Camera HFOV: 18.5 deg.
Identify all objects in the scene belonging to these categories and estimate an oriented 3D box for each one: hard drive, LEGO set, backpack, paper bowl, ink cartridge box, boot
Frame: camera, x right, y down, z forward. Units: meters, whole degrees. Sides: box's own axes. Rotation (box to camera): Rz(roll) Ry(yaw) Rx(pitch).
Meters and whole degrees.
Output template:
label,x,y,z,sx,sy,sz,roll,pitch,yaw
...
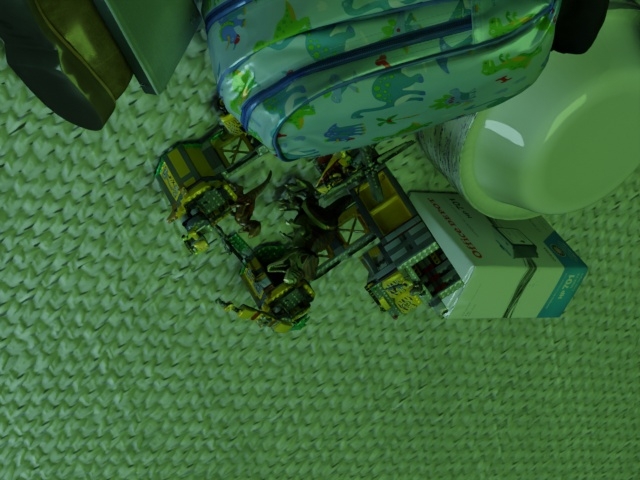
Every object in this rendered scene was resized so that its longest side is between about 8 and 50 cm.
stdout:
label,x,y,z,sx,sy,sz,roll,pitch,yaw
hard drive,-0.152,-0.206,1.707,0.094,0.022,0.135,-65,149,-28
LEGO set,0.000,0.000,1.997,0.255,0.192,0.331,-29,143,-3
backpack,0.070,-0.208,1.755,0.355,0.273,0.290,2,175,-1
paper bowl,0.259,-0.142,2.134,0.284,0.148,0.284,-24,141,-22
ink cartridge box,0.188,0.018,2.240,0.190,0.140,0.082,2,128,-42
boot,-0.244,-0.232,1.659,0.115,0.112,0.305,-56,141,-20
